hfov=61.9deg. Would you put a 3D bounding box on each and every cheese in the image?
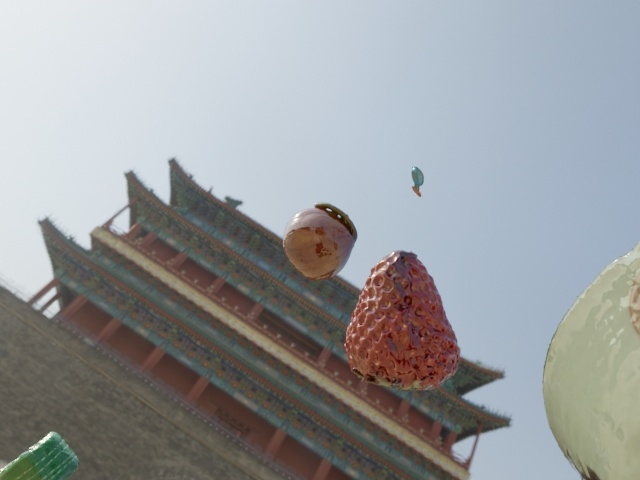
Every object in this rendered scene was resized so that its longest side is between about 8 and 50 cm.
[{"bbox_3d":[0.241,-0.147,1.329,0.047,0.017,0.111,56,-11,28],"label":"cheese"}]

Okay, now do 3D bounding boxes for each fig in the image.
[{"bbox_3d":[0.000,0.001,1.369,0.205,0.205,0.205,20,-40,18],"label":"fig"}]

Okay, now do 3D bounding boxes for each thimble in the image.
[{"bbox_3d":[-0.505,0.412,0.954,0.118,0.130,0.090,-35,-88,36],"label":"thimble"}]

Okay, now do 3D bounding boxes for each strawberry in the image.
[{"bbox_3d":[0.144,0.138,0.945,0.206,0.244,0.205,5,-7,1],"label":"strawberry"}]

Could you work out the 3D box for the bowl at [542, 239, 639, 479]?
[{"bbox_3d":[0.292,0.139,0.267,0.338,0.157,0.336,10,-57,17],"label":"bowl"}]
